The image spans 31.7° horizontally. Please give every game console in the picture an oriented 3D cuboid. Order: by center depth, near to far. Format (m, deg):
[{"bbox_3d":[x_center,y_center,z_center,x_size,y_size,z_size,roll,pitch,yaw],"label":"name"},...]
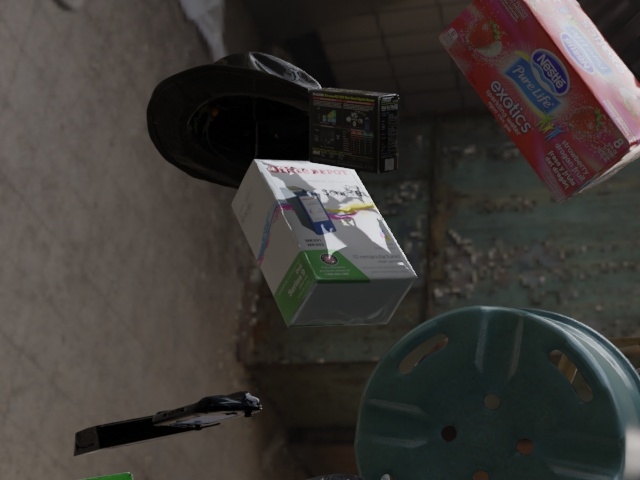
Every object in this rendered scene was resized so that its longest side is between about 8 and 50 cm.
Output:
[{"bbox_3d":[-0.226,0.278,1.723,0.213,0.361,0.044,-6,78,-34],"label":"game console"}]

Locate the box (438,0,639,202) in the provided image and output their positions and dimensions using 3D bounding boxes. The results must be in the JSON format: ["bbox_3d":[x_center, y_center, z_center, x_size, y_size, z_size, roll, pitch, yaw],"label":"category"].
[{"bbox_3d":[0.279,-0.189,1.347,0.128,0.122,0.257,-22,74,-48],"label":"box"}]

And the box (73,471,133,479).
[{"bbox_3d":[-0.296,0.490,1.524,0.231,0.126,0.262,103,-23,-47],"label":"box"}]

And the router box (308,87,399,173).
[{"bbox_3d":[0.039,-0.134,1.358,0.038,0.122,0.092,-13,109,-42],"label":"router box"}]

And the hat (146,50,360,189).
[{"bbox_3d":[-0.085,-0.193,1.675,0.331,0.331,0.134,67,29,-51],"label":"hat"}]

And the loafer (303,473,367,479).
[{"bbox_3d":[-0.048,0.280,0.960,0.095,0.302,0.109,55,38,-10],"label":"loafer"}]

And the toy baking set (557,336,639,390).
[{"bbox_3d":[0.456,0.233,1.766,0.030,0.196,0.256,5,105,-54],"label":"toy baking set"}]

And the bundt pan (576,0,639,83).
[{"bbox_3d":[0.497,-0.354,1.594,0.124,0.330,0.331,-44,-151,46],"label":"bundt pan"}]

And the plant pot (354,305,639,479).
[{"bbox_3d":[0.192,0.218,1.195,0.334,0.341,0.341,37,51,-72],"label":"plant pot"}]

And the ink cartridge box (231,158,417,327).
[{"bbox_3d":[0.000,0.000,1.419,0.093,0.154,0.212,-62,-138,36],"label":"ink cartridge box"}]
